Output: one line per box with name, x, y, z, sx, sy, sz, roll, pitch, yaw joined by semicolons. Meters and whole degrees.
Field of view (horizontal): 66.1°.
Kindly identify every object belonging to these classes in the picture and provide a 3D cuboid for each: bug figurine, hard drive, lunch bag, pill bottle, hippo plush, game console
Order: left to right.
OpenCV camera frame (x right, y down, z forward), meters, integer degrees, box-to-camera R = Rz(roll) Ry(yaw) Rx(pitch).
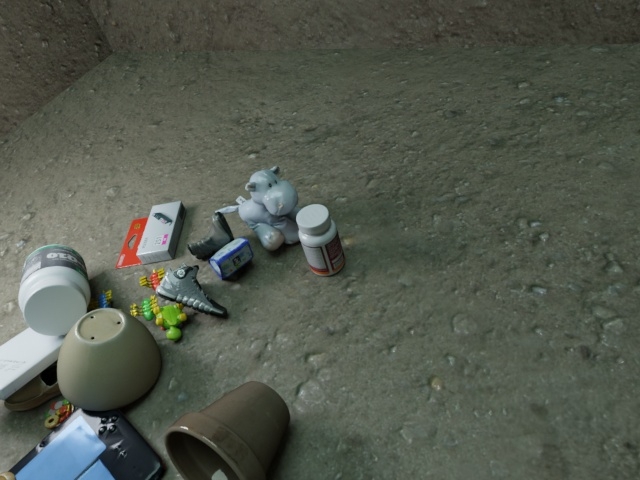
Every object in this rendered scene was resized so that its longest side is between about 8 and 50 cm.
hard drive;-0.897;0.345;1.509;0.232;0.047;0.353;-2;23;22
pill bottle;-0.872;0.158;1.619;0.204;0.204;0.361;-33;30;-15
game console;-0.632;0.622;1.250;0.341;0.060;0.386;26;60;36
bug figurine;-0.635;0.208;1.646;0.278;0.072;0.216;-22;43;-2
lunch bag;-0.296;0.055;1.630;0.128;0.151;0.096;-39;85;-20
hippo plush;-0.162;-0.143;1.672;0.294;0.237;0.234;37;47;16
pill bottle;0.000;0.000;1.540;0.121;0.221;0.121;-9;45;9

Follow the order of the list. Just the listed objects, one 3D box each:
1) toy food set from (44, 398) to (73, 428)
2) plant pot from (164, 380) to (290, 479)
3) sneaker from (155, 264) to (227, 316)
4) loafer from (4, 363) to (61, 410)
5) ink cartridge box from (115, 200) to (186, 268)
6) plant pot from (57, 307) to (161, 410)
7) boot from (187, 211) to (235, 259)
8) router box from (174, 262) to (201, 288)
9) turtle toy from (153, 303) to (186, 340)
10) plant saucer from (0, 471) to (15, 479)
toy food set;-0.763;0.503;1.436;0.083;0.020;0.083;-24;44;-5
plant pot;-0.193;0.459;1.158;0.262;0.263;0.229;14;36;29
sneaker;-0.381;0.147;1.531;0.228;0.086;0.132;24;70;-15
loafer;-0.831;0.425;1.482;0.268;0.092;0.102;-21;43;-4
ink cartridge box;-0.660;-0.026;1.895;0.238;0.060;0.275;-9;45;8
plant pot;-0.607;0.304;1.398;0.283;0.191;0.284;5;36;-4
boot;-0.378;-0.001;1.671;0.161;0.246;0.084;-25;72;-10
router box;-0.451;0.146;1.612;0.038;0.123;0.092;29;61;27
turtle toy;-0.471;0.256;1.550;0.095;0.066;0.130;-8;42;-24
plant saucer;-0.821;0.631;1.252;0.083;0.015;0.084;-8;46;8
